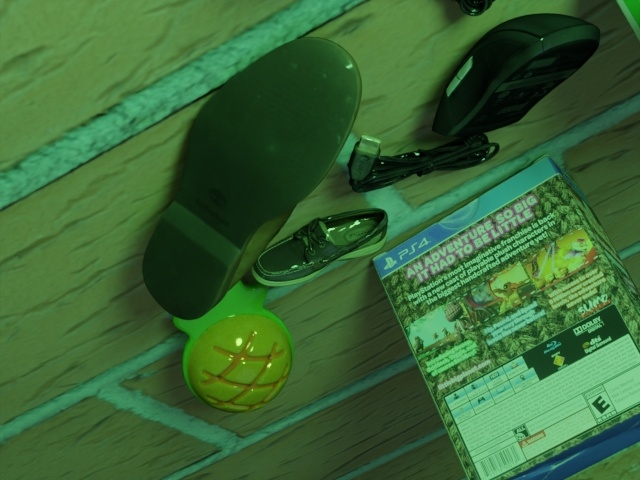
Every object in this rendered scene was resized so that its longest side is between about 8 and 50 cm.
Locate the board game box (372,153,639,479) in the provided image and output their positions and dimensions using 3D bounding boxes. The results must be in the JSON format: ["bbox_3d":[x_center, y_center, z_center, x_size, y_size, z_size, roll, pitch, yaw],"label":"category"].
[{"bbox_3d":[0.231,0.099,1.188,0.232,0.291,0.141,-31,152,18],"label":"board game box"}]

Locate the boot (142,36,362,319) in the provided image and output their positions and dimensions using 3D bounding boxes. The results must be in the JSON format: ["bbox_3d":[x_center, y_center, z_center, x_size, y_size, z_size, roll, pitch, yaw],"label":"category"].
[{"bbox_3d":[-0.049,-0.063,0.937,0.115,0.112,0.305,-37,168,-52],"label":"boot"}]

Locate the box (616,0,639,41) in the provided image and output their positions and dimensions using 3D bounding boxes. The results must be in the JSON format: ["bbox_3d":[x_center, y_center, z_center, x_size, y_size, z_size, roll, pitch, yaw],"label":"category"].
[{"bbox_3d":[0.397,-0.236,0.895,0.262,0.127,0.231,11,140,-45],"label":"box"}]

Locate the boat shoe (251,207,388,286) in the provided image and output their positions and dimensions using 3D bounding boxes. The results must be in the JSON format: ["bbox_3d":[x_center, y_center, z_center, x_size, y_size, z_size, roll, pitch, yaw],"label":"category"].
[{"bbox_3d":[0.000,0.000,1.105,0.152,0.056,0.049,-22,149,-21],"label":"boat shoe"}]

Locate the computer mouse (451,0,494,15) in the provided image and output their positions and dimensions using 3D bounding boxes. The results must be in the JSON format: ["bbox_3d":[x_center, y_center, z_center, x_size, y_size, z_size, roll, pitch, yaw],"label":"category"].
[{"bbox_3d":[0.174,-0.236,0.814,0.193,0.042,0.106,-28,151,10],"label":"computer mouse"}]

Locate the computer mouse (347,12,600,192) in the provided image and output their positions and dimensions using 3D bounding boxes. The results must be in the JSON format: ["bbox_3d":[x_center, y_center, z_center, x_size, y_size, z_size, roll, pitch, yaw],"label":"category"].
[{"bbox_3d":[0.115,-0.126,0.958,0.184,0.060,0.262,-16,164,-22],"label":"computer mouse"}]

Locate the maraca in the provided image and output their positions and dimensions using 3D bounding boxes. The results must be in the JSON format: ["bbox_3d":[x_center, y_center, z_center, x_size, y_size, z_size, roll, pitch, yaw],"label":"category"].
[{"bbox_3d":[-0.094,0.116,1.197,0.127,0.099,0.186,-23,127,-11],"label":"maraca"}]
